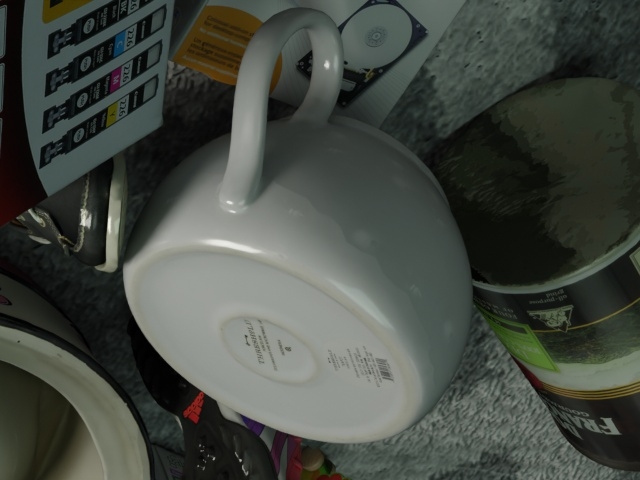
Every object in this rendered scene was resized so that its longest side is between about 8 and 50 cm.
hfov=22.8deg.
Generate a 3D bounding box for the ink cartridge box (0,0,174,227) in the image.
[{"bbox_3d":[-0.162,-0.191,0.896,0.272,0.130,0.309,-40,150,-45],"label":"ink cartridge box"}]

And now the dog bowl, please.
[{"bbox_3d":[-0.340,0.164,1.196,0.408,0.150,0.408,-11,130,-14],"label":"dog bowl"}]

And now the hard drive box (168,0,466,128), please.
[{"bbox_3d":[0.014,-0.208,1.072,0.181,0.089,0.232,16,120,-33],"label":"hard drive box"}]

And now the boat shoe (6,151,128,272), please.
[{"bbox_3d":[-0.176,-0.026,1.059,0.079,0.233,0.084,3,97,-20],"label":"boat shoe"}]

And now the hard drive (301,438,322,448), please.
[{"bbox_3d":[0.009,0.118,1.385,0.135,0.022,0.094,-44,131,16],"label":"hard drive"}]

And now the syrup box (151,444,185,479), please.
[{"bbox_3d":[-0.175,0.300,1.412,0.093,0.096,0.237,29,114,-37],"label":"syrup box"}]

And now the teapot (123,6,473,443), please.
[{"bbox_3d":[0.000,0.000,1.079,0.252,0.187,0.256,35,147,-12],"label":"teapot"}]

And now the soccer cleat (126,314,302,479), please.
[{"bbox_3d":[-0.052,0.155,1.191,0.116,0.318,0.108,14,129,-37],"label":"soccer cleat"}]

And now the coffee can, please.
[{"bbox_3d":[0.230,0.032,1.284,0.201,0.201,0.275,-33,132,6],"label":"coffee can"}]

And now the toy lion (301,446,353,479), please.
[{"bbox_3d":[-0.013,0.239,1.427,0.100,0.096,0.034,-31,133,5],"label":"toy lion"}]
